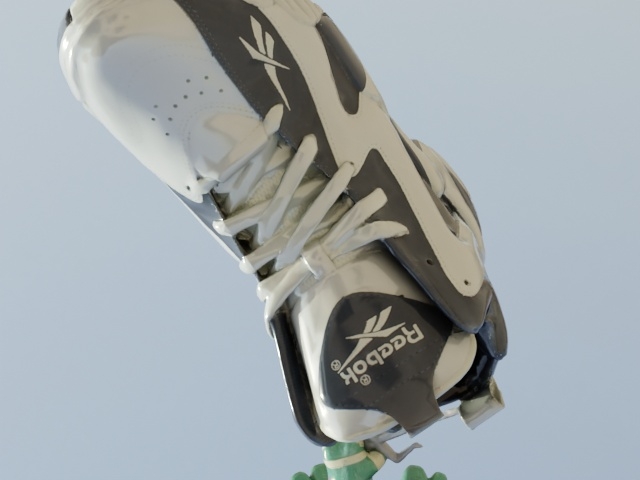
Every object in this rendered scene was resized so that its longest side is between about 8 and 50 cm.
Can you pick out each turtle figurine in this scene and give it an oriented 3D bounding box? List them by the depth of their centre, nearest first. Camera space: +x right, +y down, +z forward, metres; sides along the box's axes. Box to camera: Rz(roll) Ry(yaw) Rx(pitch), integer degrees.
[{"bbox_3d":[0.069,0.164,1.009,0.175,0.118,0.234,22,169,-18],"label":"turtle figurine"}]

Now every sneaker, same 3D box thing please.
[{"bbox_3d":[0.000,0.000,0.686,0.235,0.094,0.153,45,-164,-45],"label":"sneaker"}]
